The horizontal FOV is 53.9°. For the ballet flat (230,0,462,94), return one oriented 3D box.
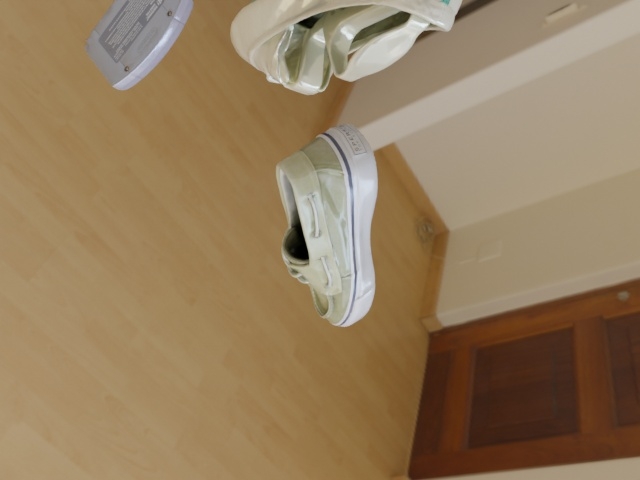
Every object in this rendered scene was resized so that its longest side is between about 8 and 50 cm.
[{"bbox_3d":[0.006,-0.246,0.748,0.139,0.400,0.139,3,85,-37],"label":"ballet flat"}]

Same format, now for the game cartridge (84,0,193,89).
[{"bbox_3d":[-0.127,-0.149,0.440,0.056,0.083,0.017,52,17,23],"label":"game cartridge"}]

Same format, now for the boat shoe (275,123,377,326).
[{"bbox_3d":[0.000,0.000,0.711,0.302,0.094,0.109,87,-23,-47],"label":"boat shoe"}]
